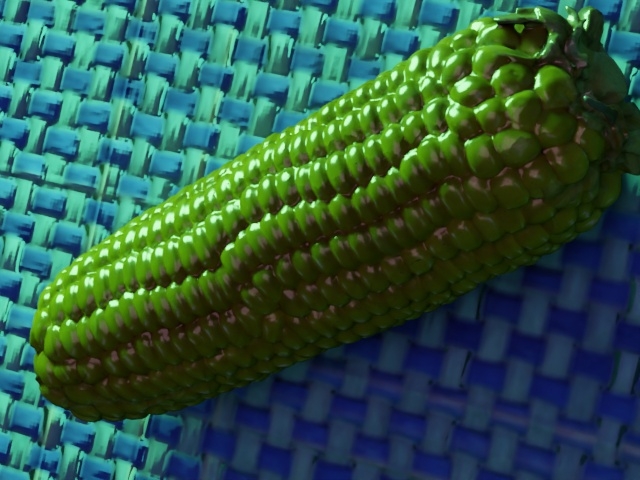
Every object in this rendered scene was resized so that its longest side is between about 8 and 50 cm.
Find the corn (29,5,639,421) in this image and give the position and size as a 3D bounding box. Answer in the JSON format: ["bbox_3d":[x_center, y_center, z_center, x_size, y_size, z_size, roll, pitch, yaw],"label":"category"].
[{"bbox_3d":[0.000,0.000,0.866,0.305,0.106,0.106,-28,73,22],"label":"corn"}]
